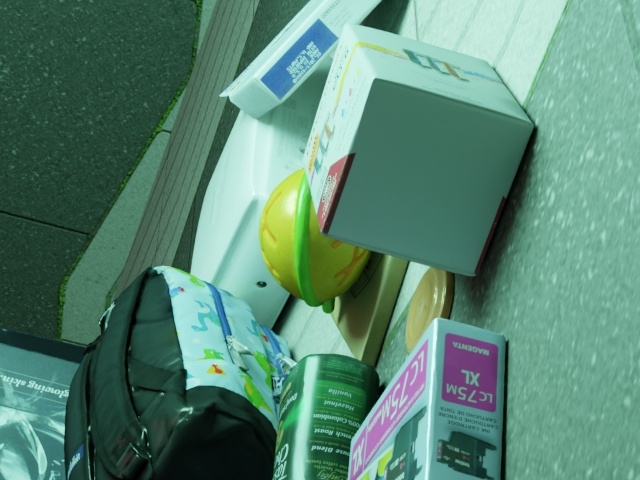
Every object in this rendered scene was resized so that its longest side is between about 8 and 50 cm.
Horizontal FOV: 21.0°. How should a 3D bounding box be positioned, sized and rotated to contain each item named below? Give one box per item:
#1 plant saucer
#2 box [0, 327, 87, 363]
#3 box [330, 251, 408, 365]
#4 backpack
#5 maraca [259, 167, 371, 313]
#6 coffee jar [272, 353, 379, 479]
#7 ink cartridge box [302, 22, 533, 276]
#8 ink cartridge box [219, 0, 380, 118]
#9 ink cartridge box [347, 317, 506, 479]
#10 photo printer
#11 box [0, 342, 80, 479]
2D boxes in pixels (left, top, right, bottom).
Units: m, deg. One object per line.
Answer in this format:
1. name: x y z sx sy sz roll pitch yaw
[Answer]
1. plant saucer: 0.084 0.057 1.363 0.083 0.013 0.083 -166 90 -78
2. box: -0.370 0.303 2.529 0.294 0.296 0.182 118 162 -52
3. box: 0.057 -0.005 1.558 0.164 0.021 0.201 -119 46 -74
4. backpack: -0.148 0.187 1.781 0.290 0.273 0.355 -61 35 22
5. maraca: 0.000 0.000 1.539 0.185 0.099 0.127 56 -139 -72
6. coffee jar: 0.001 0.192 1.427 0.096 0.079 0.184 118 162 -49
7. ink cartridge box: 0.068 -0.074 1.319 0.176 0.127 0.128 -105 31 -70
8. ink cartridge box: -0.002 -0.224 1.826 0.223 0.045 0.224 -47 9 -8
9. ink cartridge box: 0.060 0.228 1.150 0.186 0.065 0.311 118 161 -51
10. photo printer: -0.069 -0.036 1.982 0.307 0.107 0.256 118 163 -48
11. box: -0.379 0.389 1.988 0.297 0.480 0.471 118 163 -45
